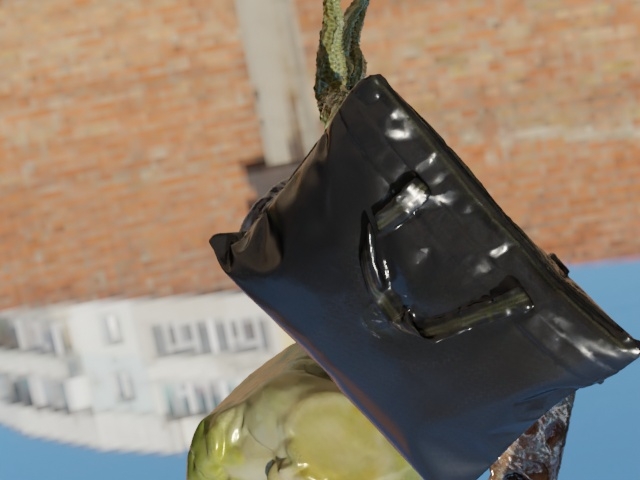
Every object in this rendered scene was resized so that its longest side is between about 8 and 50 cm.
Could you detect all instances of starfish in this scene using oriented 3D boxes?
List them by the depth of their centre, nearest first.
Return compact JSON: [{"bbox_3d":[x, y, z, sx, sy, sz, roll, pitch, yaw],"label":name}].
[{"bbox_3d":[0.042,-0.174,2.284,0.078,0.347,0.358,-13,-135,17],"label":"starfish"}]

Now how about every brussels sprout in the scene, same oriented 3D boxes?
[{"bbox_3d":[0.007,0.254,2.207,0.344,0.268,0.344,-31,174,-4],"label":"brussels sprout"}]

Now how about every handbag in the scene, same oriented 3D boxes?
[{"bbox_3d":[0.064,0.037,1.249,0.211,0.254,0.089,-45,177,40],"label":"handbag"}]

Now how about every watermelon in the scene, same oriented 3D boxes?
[{"bbox_3d":[0.202,0.189,1.851,0.094,0.241,0.154,5,-176,7],"label":"watermelon"}]

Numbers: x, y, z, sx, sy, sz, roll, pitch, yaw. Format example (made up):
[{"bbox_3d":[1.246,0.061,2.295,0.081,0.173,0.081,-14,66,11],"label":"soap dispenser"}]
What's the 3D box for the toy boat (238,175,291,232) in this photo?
[{"bbox_3d":[0.000,0.000,1.757,0.078,0.127,0.283,1,-171,22],"label":"toy boat"}]
